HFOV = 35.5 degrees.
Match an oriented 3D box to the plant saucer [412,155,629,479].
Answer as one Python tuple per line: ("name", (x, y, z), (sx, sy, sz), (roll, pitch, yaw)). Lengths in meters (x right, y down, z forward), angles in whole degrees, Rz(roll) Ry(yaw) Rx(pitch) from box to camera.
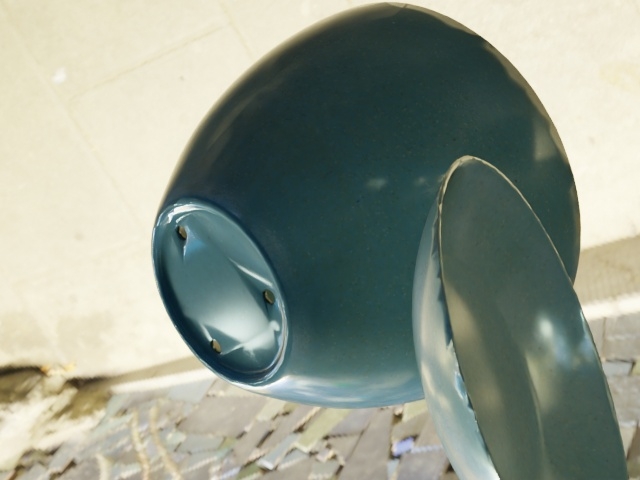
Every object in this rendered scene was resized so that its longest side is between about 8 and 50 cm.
("plant saucer", (0.082, 0.060, 0.434), (0.037, 0.195, 0.195), (-22, 110, 26))

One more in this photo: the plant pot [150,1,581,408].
("plant pot", (0.000, 0.000, 0.690), (0.290, 0.195, 0.290), (24, 127, 37))
